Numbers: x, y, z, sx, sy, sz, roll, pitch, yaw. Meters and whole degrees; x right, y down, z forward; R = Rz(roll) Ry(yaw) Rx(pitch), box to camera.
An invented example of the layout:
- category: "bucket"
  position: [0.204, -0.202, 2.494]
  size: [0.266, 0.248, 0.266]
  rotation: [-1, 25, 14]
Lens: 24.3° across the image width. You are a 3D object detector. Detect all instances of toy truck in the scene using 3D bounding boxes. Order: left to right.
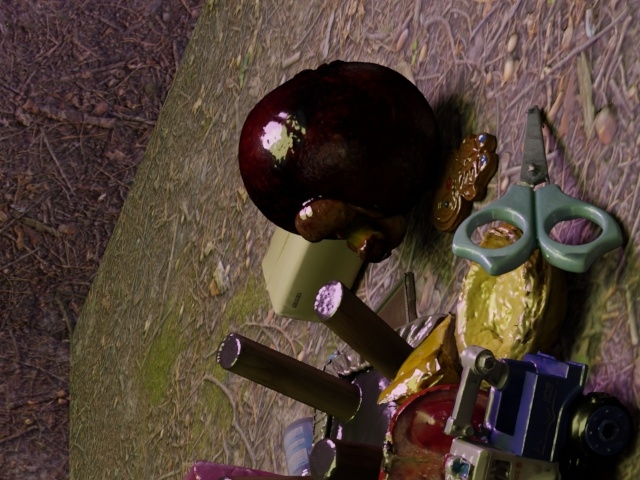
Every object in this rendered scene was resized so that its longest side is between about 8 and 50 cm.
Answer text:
- category: "toy truck"
  position: [0.222, 0.226, 1.613]
  size: [0.161, 0.177, 0.213]
  rotation: [-172, 95, -70]

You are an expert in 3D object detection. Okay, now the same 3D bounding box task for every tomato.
- category: "tomato"
  position: [0.157, 0.268, 1.802]
  size: [0.099, 0.173, 0.189]
  rotation: [122, 157, -85]

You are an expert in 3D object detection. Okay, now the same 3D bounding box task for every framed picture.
- category: "framed picture"
  position: [0.096, 0.220, 2.206]
  size: [0.213, 0.016, 0.289]
  rotation: [126, 150, -48]

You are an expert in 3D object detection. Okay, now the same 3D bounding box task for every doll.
- category: "doll"
  position: [0.025, 0.202, 2.381]
  size: [0.057, 0.039, 0.114]
  rotation: [-47, 2, -14]

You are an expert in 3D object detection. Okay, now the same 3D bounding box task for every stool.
- category: "stool"
  position: [0.026, 0.240, 1.989]
  size: [0.310, 0.226, 0.310]
  rotation: [-27, 51, 42]

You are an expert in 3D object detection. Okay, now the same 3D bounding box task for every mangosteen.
- category: "mangosteen"
  position: [0.035, -0.116, 2.184]
  size: [0.293, 0.297, 0.297]
  rotation: [63, 158, -4]

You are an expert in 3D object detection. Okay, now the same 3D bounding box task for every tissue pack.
- category: "tissue pack"
  position: [0.000, 0.000, 2.436]
  size: [0.159, 0.125, 0.234]
  rotation: [-106, 33, -53]

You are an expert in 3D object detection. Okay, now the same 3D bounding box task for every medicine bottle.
- category: "medicine bottle"
  position: [-0.007, 0.371, 2.306]
  size: [0.203, 0.084, 0.083]
  rotation: [-101, 30, -48]

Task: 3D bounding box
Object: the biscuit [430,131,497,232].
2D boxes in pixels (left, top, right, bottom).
- category: "biscuit"
  position: [0.196, -0.085, 2.091]
  size: [0.175, 0.026, 0.124]
  rotation: [127, 148, -50]

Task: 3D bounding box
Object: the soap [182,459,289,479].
- category: "soap"
  position: [-0.159, 0.506, 2.428]
  size: [0.359, 0.233, 0.128]
  rotation: [125, 152, -47]

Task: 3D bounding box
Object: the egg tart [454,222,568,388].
- category: "egg tart"
  position: [0.235, 0.078, 1.793]
  size: [0.212, 0.090, 0.212]
  rotation: [-168, 90, -73]

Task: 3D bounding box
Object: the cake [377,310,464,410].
- category: "cake"
  position: [0.143, 0.170, 1.897]
  size: [0.116, 0.080, 0.185]
  rotation: [-43, 10, 17]

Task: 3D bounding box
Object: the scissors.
- category: "scissors"
  position: [0.258, -0.068, 1.790]
  size: [0.360, 0.191, 0.029]
  rotation: [-79, -19, -56]
